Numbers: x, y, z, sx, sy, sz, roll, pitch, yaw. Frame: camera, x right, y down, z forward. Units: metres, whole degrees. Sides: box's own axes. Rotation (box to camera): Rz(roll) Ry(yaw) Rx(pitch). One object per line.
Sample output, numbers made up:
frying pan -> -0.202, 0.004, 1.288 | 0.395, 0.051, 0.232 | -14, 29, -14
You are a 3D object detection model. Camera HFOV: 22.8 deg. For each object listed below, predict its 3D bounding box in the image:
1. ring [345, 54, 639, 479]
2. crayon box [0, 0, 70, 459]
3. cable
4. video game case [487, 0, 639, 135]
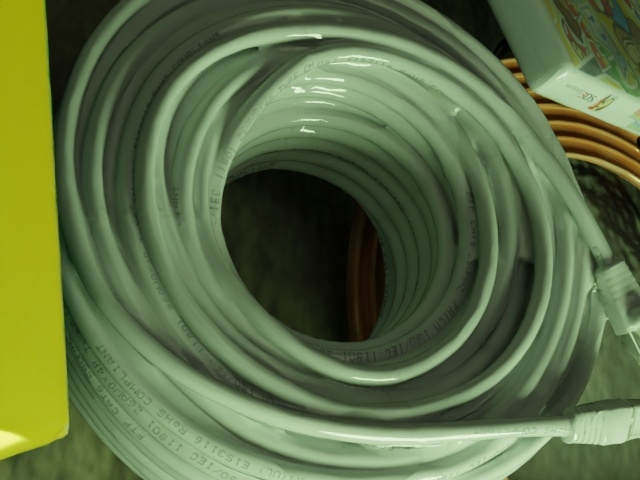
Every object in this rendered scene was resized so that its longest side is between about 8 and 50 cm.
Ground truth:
ring -> 0.145, 0.062, 0.838 | 0.337, 0.032, 0.336 | 14, 65, -32
crayon box -> -0.257, -0.055, 0.450 | 0.363, 0.106, 0.313 | -13, 108, -40
cable -> 0.000, 0.000, 0.689 | 0.257, 0.089, 0.257 | -11, 73, -28
video game case -> 0.114, -0.162, 0.832 | 0.206, 0.026, 0.227 | 9, 55, -59
